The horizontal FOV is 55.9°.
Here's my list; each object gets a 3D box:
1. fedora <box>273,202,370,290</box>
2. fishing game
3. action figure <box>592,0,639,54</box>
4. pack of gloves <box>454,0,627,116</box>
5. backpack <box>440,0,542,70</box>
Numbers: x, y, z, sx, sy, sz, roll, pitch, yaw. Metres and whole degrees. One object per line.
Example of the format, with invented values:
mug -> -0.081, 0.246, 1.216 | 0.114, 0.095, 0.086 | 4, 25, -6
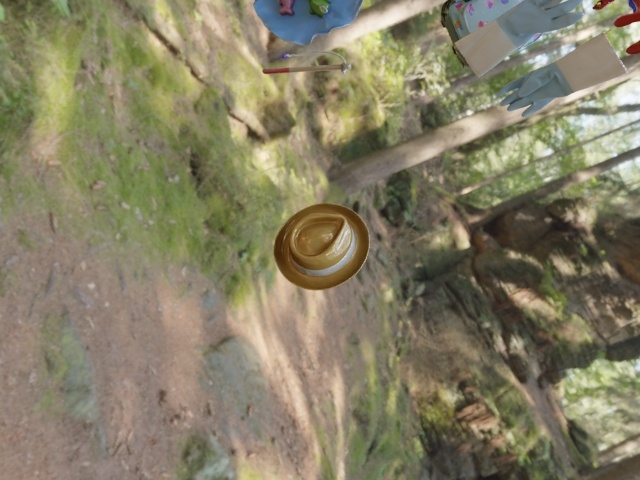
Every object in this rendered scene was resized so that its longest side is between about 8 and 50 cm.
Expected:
fedora -> 0.000, 0.000, 1.166 | 0.079, 0.195, 0.194 | 79, -12, -68
fishing game -> -0.017, -0.357, 0.806 | 0.041, 0.189, 0.263 | -11, 105, -64
action figure -> 0.507, -0.434, 1.050 | 0.091, 0.139, 0.280 | 45, 52, -35
pack of gloves -> 0.388, -0.334, 1.068 | 0.195, 0.046, 0.232 | 48, -36, -17
backpack -> 0.365, -0.455, 1.236 | 0.165, 0.189, 0.144 | 60, 3, -21
